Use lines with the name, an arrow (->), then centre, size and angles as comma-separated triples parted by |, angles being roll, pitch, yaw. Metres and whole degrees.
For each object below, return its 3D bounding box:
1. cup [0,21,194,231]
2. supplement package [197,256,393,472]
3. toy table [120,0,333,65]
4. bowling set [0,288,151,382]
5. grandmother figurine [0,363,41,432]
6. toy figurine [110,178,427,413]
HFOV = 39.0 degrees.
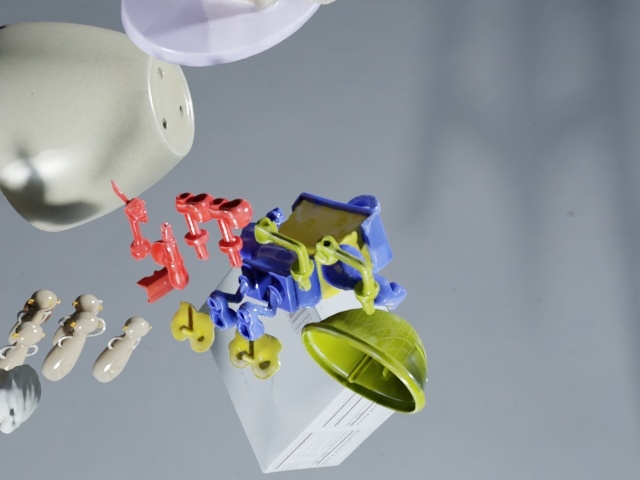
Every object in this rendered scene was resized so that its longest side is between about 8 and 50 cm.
cup -> -0.336, -0.193, 1.408 | 0.236, 0.331, 0.331 | -8, 58, 14
supplement package -> -0.020, 0.141, 1.219 | 0.204, 0.145, 0.262 | -49, 53, 29
toy table -> -0.078, -0.312, 0.952 | 0.252, 0.161, 0.274 | 41, 65, 1
bowling set -> -0.477, 0.142, 1.637 | 0.154, 0.287, 0.200 | -52, 59, 20
grandmother figurine -> -0.523, 0.213, 1.142 | 0.342, 0.104, 0.207 | -5, 11, -35
toy figurine -> 0.000, 0.000, 0.863 | 0.362, 0.191, 0.217 | 14, 40, 42
